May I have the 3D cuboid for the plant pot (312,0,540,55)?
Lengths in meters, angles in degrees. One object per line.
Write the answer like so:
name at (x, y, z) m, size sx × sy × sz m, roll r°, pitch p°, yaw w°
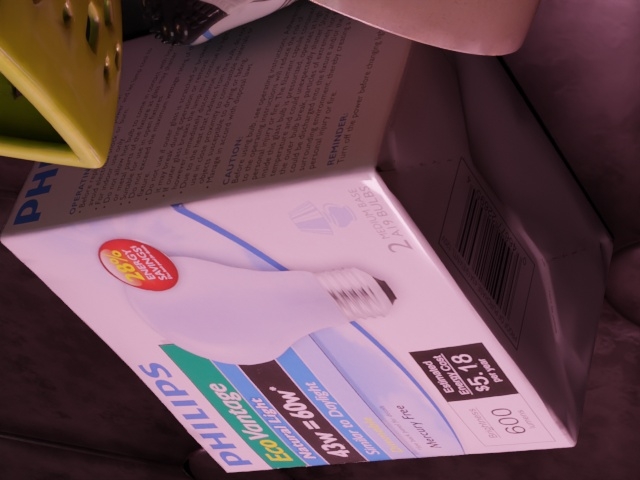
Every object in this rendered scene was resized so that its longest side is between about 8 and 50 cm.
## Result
plant pot at (0.038, -0.265, 0.990) m, size 0.284 × 0.284 × 0.191 m, roll 23°, pitch 112°, yaw -5°

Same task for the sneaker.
sneaker at (-0.059, -0.205, 1.245) m, size 0.237 × 0.086 × 0.085 m, roll -13°, pitch 91°, yaw 50°

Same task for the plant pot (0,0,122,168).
plant pot at (-0.250, -0.192, 1.075) m, size 0.227 × 0.207 × 0.228 m, roll 9°, pitch 163°, yaw 14°

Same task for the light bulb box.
light bulb box at (0.000, 0.000, 1.355) m, size 0.361 × 0.225 × 0.358 m, roll -10°, pitch 135°, yaw 33°
